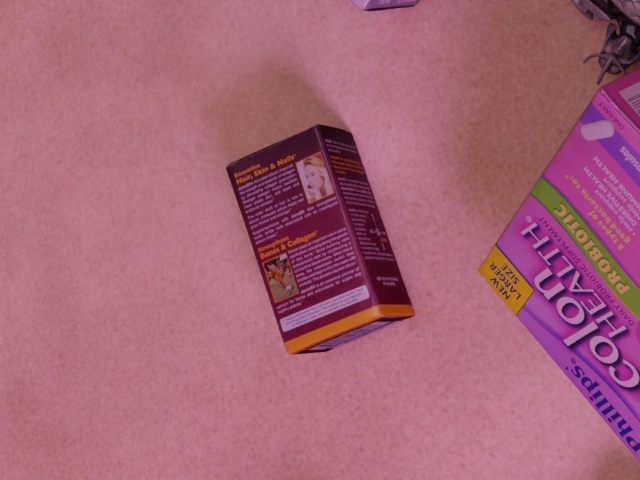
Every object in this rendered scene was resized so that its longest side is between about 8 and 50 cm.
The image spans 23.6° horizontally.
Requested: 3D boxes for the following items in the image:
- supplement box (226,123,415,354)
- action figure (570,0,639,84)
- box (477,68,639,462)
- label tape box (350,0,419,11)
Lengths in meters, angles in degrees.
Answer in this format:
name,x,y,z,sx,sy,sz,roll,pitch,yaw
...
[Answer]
name,x,y,z,sx,sy,sz,roll,pitch,yaw
supplement box,0.000,0.000,1.416,0.104,0.081,0.188,-23,78,24
action figure,0.310,-0.246,1.267,0.185,0.099,0.285,37,109,5
box,0.270,0.014,1.199,0.213,0.117,0.243,51,144,19
label tape box,0.055,-0.409,1.354,0.240,0.106,0.333,42,120,22
